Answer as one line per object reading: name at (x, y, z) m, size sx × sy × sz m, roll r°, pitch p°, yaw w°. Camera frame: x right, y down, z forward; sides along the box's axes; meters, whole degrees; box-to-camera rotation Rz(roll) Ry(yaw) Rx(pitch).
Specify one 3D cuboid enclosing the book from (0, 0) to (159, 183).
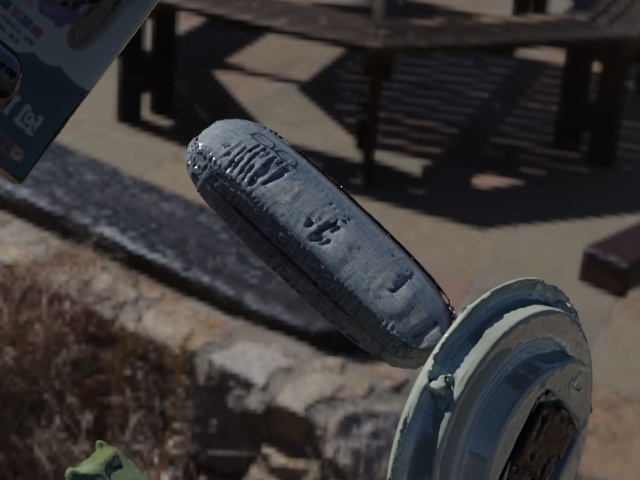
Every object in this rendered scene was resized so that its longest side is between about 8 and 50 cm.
book at (-0.264, -0.213, 1.224) m, size 0.027 × 0.202 × 0.264 m, roll 6°, pitch 58°, yaw 57°

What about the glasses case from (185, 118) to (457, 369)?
glasses case at (0.000, 0.000, 1.197) m, size 0.282 × 0.067 × 0.109 m, roll 42°, pitch 35°, yaw 10°

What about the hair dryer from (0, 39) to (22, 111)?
hair dryer at (-0.299, -0.082, 1.033) m, size 0.072 × 0.124 × 0.219 m, roll -11°, pitch 57°, yaw 30°

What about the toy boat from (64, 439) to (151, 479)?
toy boat at (-0.089, 0.258, 0.805) m, size 0.055 × 0.293 × 0.093 m, roll -5°, pitch 13°, yaw 17°

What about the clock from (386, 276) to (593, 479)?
clock at (0.135, 0.144, 0.975) m, size 0.053 × 0.236 × 0.236 m, roll 20°, pitch 29°, yaw 40°
